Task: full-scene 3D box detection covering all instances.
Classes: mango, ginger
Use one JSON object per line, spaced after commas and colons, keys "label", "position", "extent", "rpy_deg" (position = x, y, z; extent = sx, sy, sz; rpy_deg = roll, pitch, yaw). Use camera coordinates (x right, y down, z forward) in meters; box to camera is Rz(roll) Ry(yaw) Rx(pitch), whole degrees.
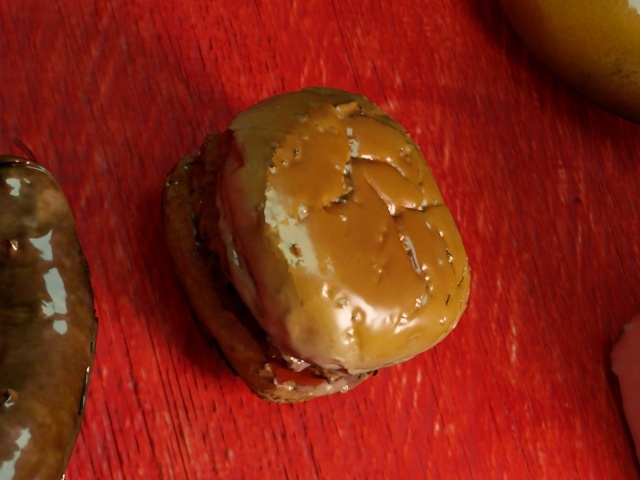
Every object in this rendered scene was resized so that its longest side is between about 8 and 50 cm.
{"label": "mango", "position": [0.287, -0.224, 1.750], "extent": [0.317, 0.173, 0.211], "rpy_deg": [29, 50, -17]}
{"label": "ginger", "position": [-0.211, 0.096, 1.195], "extent": [0.133, 0.107, 0.309], "rpy_deg": [34, 51, -40]}

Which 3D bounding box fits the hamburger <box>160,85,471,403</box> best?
{"label": "hamburger", "position": [0.000, 0.000, 1.383], "extent": [0.244, 0.163, 0.244], "rpy_deg": [21, 53, -30]}

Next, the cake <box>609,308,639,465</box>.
{"label": "cake", "position": [0.467, 0.126, 1.614], "extent": [0.314, 0.307, 0.293], "rpy_deg": [-2, 66, -41]}
